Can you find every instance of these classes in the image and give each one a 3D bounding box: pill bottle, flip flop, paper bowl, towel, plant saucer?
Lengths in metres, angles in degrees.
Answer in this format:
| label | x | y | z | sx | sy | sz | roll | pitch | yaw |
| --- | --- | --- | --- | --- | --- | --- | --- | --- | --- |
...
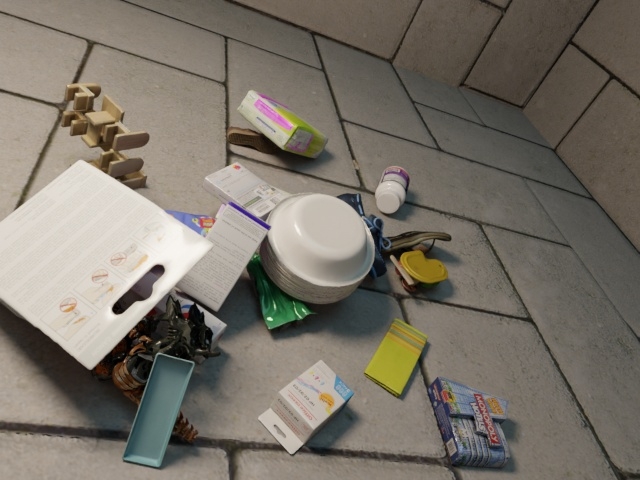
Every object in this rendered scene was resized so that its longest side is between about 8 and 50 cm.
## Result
| label | x | y | z | sx | sy | sz | roll | pitch | yaw |
| --- | --- | --- | --- | --- | --- | --- | --- | --- | --- |
| pill bottle | 0.252 | -0.176 | 1.883 | 0.108 | 0.108 | 0.193 | 27 | 36 | -1 |
| flip flop | 0.292 | 0.018 | 1.691 | 0.277 | 0.080 | 0.112 | -12 | 8 | -29 |
| paper bowl | 0.000 | 0.000 | 1.314 | 0.284 | 0.148 | 0.284 | 12 | 51 | -15 |
| towel | 0.193 | 0.289 | 1.345 | 0.102 | 0.021 | 0.237 | 29 | 36 | 12 |
| plant saucer | -0.277 | 0.289 | 0.915 | 0.067 | 0.192 | 0.018 | 19 | 0 | -12 |

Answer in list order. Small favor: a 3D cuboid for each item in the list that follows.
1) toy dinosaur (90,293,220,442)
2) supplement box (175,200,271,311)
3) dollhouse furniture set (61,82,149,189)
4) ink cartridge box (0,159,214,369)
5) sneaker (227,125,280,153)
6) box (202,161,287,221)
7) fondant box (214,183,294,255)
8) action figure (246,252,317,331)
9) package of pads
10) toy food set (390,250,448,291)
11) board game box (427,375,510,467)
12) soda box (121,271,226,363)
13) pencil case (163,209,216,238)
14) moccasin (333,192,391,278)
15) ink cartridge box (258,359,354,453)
| label | x | y | z | sx | sy | sz | roll | pitch | yaw |
| --- | --- | --- | --- | --- | --- | --- | --- | --- | --- |
| toy dinosaur | -0.317 | 0.215 | 0.998 | 0.322 | 0.218 | 0.164 | 57 | -3 | -8 |
| supplement box | -0.220 | 0.036 | 1.192 | 0.114 | 0.111 | 0.220 | 32 | 78 | -11 |
| dollhouse furniture set | -0.517 | -0.242 | 1.340 | 0.212 | 0.242 | 0.161 | 42 | 38 | 19 |
| ink cartridge box | -0.436 | 0.039 | 1.016 | 0.385 | 0.091 | 0.308 | 30 | 61 | 20 |
| sneaker | -0.225 | -0.354 | 1.824 | 0.188 | 0.066 | 0.071 | 13 | 37 | -21 |
| box | -0.198 | -0.127 | 1.423 | 0.186 | 0.038 | 0.145 | 36 | 37 | 10 |
| fondant box | -0.116 | -0.035 | 1.476 | 0.330 | 0.096 | 0.238 | 21 | 36 | -7 |
| action figure | -0.121 | 0.114 | 1.314 | 0.137 | 0.063 | 0.232 | -9 | 53 | -37 |
| package of pads | -0.116 | -0.391 | 1.837 | 0.229 | 0.101 | 0.296 | 40 | 15 | 15 |
| toy food set | 0.283 | 0.100 | 1.594 | 0.217 | 0.071 | 0.128 | -4 | 46 | -43 |
| board game box | 0.371 | 0.426 | 1.255 | 0.194 | 0.060 | 0.194 | 12 | 39 | -21 |
| soda box | -0.311 | 0.159 | 1.124 | 0.216 | 0.074 | 0.069 | 34 | 36 | 7 |
| pencil case | -0.387 | -0.006 | 1.242 | 0.306 | 0.119 | 0.133 | 5 | 55 | -29 |
| moccasin | 0.131 | -0.040 | 1.586 | 0.116 | 0.138 | 0.342 | -20 | 51 | -5 |
| ink cartridge box | -0.027 | 0.338 | 1.098 | 0.104 | 0.062 | 0.181 | 41 | 38 | 18 |
